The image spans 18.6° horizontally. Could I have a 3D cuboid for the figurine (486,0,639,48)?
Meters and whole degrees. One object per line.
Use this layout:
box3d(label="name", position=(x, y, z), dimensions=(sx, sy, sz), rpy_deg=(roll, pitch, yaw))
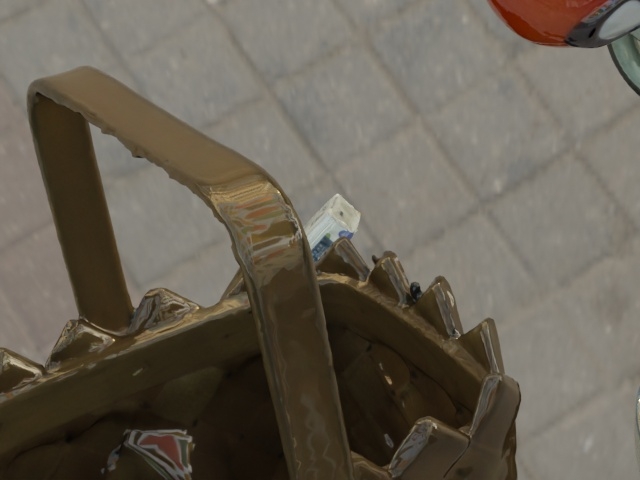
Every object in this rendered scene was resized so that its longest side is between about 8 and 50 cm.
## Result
box3d(label="figurine", position=(0.118, -0.108, 0.688), dimensions=(0.140, 0.068, 0.075), rpy_deg=(-4, 32, 8))

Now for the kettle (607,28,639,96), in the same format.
box3d(label="kettle", position=(0.315, -0.183, 1.539), dimensions=(0.236, 0.221, 0.161), rpy_deg=(33, 46, -11))

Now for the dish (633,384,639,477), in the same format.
box3d(label="dish", position=(0.298, 0.160, 1.239), dimensions=(0.228, 0.086, 0.236), rpy_deg=(13, 42, -2))

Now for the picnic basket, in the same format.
box3d(label="picnic basket", position=(-0.060, 0.087, 0.970), dimensions=(0.291, 0.321, 0.254), rpy_deg=(-21, 28, -21))

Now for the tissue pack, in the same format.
box3d(label="tissue pack", position=(0.000, 0.000, 1.982), dimensions=(0.042, 0.062, 0.083), rpy_deg=(40, 113, -9))
